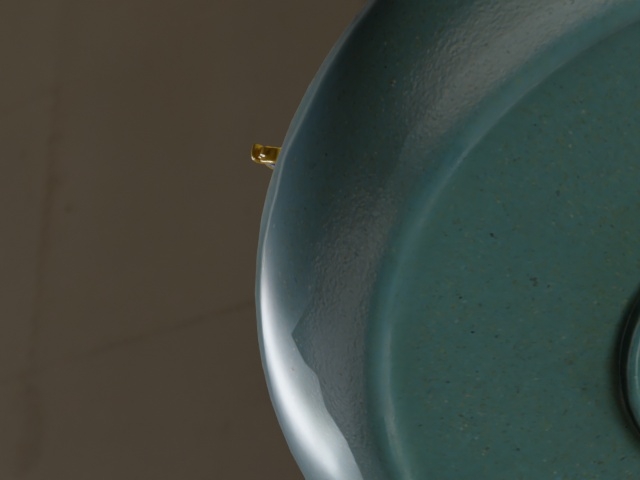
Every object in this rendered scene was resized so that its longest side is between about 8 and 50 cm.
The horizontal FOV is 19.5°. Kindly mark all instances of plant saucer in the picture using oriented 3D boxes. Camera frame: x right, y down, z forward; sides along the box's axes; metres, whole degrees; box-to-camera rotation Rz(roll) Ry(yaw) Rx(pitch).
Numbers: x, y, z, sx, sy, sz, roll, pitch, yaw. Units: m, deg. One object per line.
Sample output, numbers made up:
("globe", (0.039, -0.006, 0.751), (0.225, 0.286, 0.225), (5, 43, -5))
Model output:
("plant saucer", (0.139, 0.026, 0.557), (0.317, 0.317, 0.043), (-46, -160, 21))

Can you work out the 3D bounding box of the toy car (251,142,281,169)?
("toy car", (0.000, 0.000, 1.074), (0.060, 0.122, 0.040), (-56, -155, -12))
